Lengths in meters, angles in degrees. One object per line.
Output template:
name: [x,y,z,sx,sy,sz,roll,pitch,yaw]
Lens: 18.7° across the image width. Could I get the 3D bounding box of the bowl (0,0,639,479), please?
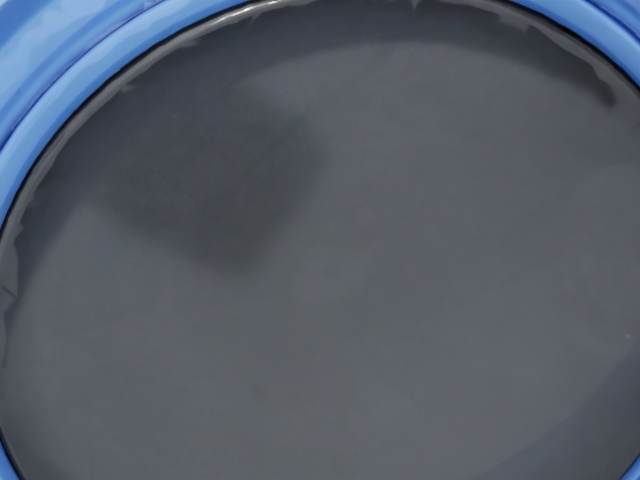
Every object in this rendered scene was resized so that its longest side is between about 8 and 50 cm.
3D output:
bowl: [0.000,0.000,0.840,0.391,0.077,0.391,-6,58,9]
